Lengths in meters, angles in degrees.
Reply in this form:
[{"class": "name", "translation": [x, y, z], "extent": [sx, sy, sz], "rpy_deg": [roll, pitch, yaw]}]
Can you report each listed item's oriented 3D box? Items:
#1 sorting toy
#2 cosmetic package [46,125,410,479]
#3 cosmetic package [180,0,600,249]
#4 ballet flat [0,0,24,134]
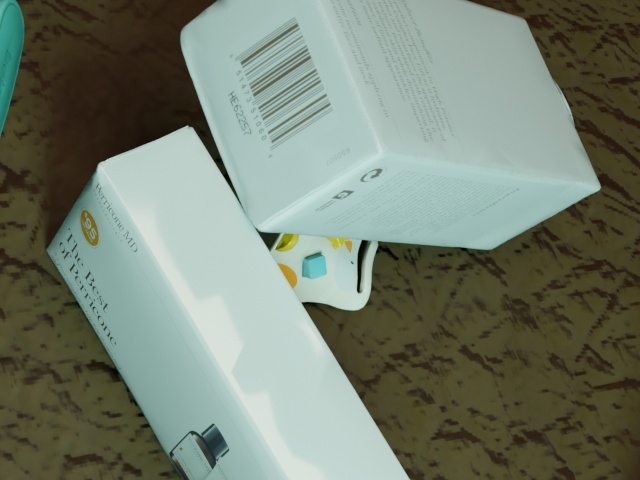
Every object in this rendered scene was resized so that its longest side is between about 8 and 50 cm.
[{"class": "sorting toy", "translation": [0.000, 0.000, 0.883], "extent": [0.075, 0.045, 0.083], "rpy_deg": [32, 53, -33]}, {"class": "cosmetic package", "translation": [-0.038, 0.074, 0.783], "extent": [0.060, 0.099, 0.239], "rpy_deg": [-25, 77, -35]}, {"class": "cosmetic package", "translation": [0.043, -0.065, 0.854], "extent": [0.231, 0.085, 0.117], "rpy_deg": [7, 57, -56]}, {"class": "ballet flat", "translation": [-0.193, -0.013, 0.772], "extent": [0.086, 0.086, 0.248], "rpy_deg": [15, 58, -20]}]
